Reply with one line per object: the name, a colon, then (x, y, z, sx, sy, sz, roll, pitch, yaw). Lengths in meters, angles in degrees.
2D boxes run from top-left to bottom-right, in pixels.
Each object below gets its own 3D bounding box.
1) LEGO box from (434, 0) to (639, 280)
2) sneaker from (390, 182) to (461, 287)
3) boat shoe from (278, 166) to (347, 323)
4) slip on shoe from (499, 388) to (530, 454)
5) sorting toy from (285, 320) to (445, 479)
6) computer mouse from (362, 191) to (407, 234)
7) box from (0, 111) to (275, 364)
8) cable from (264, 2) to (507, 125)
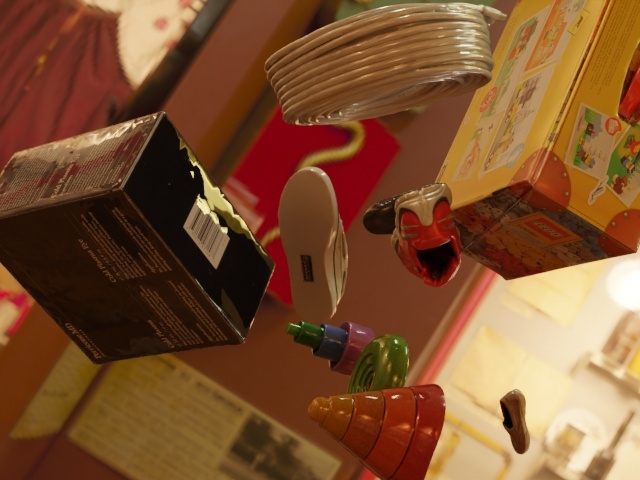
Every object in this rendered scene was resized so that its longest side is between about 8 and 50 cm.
LEGO box: (0.394, -0.216, 1.855, 0.193, 0.500, 0.372, 30, -17, -15)
sneaker: (0.160, 0.020, 1.775, 0.279, 0.107, 0.118, 63, 14, -65)
boat shoe: (0.000, 0.000, 1.897, 0.096, 0.088, 0.267, 3, -63, 24)
slip on shoe: (0.345, 0.329, 2.149, 0.051, 0.041, 0.135, 39, -37, 49)
sorting toy: (0.024, 0.157, 1.335, 0.126, 0.127, 0.365, 19, 10, -15)
computer mouse: (0.196, -0.071, 2.291, 0.041, 0.242, 0.071, -116, -176, -78)
box: (-0.301, 0.007, 1.868, 0.313, 0.179, 0.343, -11, -50, 30)
cable: (0.069, -0.197, 1.374, 0.257, 0.089, 0.257, -16, -4, 31)
